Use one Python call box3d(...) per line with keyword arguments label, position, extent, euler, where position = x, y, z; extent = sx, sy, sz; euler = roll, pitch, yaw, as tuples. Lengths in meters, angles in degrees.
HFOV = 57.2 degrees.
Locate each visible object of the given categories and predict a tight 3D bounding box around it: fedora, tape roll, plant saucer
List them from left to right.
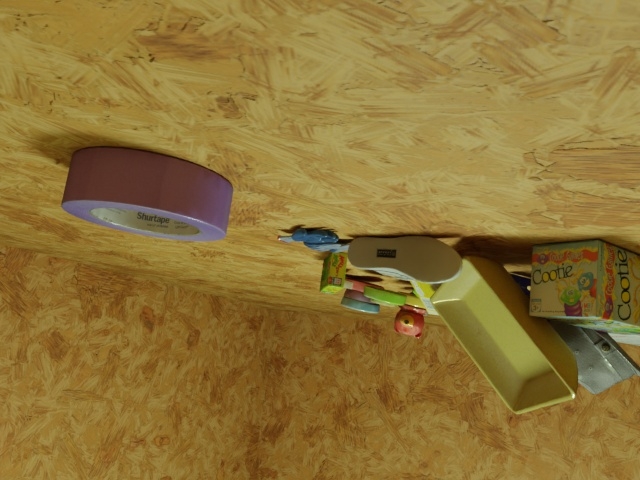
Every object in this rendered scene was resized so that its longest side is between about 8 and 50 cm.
box3d(label="tape roll", position=(-0.293, -0.071, 1.015), extent=(0.274, 0.090, 0.275), euler=(7, 169, 1))
box3d(label="plant saucer", position=(0.398, 0.198, 1.273), extent=(0.081, 0.333, 0.333), euler=(-31, 163, -13))
box3d(label="fedora", position=(0.625, 0.265, 1.387), extent=(0.275, 0.124, 0.244), euler=(46, -172, -5))

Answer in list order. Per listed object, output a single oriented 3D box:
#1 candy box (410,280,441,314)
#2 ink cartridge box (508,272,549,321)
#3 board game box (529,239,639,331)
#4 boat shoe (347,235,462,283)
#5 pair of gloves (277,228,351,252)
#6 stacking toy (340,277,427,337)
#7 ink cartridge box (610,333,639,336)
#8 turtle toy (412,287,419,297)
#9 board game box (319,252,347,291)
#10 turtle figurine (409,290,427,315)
box3d(label="candy box", position=(0.284, 0.120, 1.478), extent=(0.105, 0.027, 0.206), euler=(2, 137, 41))
box3d(label="ink cartridge box", position=(0.557, 0.197, 1.494), extent=(0.206, 0.208, 0.045), euler=(13, 163, -29))
box3d(label="board game box", position=(0.558, 0.100, 1.159), extent=(0.275, 0.142, 0.144), euler=(15, 167, -32))
box3d(label="boat shoe", position=(0.187, 0.043, 1.259), extent=(0.267, 0.096, 0.088), euler=(1, 171, 37))
box3d(label="pair of gloves", position=(0.000, 0.000, 1.352), extent=(0.159, 0.023, 0.198), euler=(-3, 166, 37))
box3d(label="stacking toy", position=(0.170, 0.210, 1.850), extent=(0.308, 0.131, 0.279), euler=(13, 180, 32))
box3d(label="ink cartridge box", position=(0.842, 0.213, 1.600), extent=(0.353, 0.119, 0.207), euler=(11, 168, -17))
box3d(label="turtle toy", position=(0.343, 0.154, 1.774), extent=(0.130, 0.066, 0.095), euler=(19, 169, 0))
box3d(label="board game box", position=(0.034, 0.090, 1.601), extent=(0.043, 0.092, 0.181), euler=(9, 169, -6))
box3d(label="turtle figurine", position=(0.341, 0.225, 2.001), extent=(0.175, 0.118, 0.234), euler=(-28, -179, -41))
